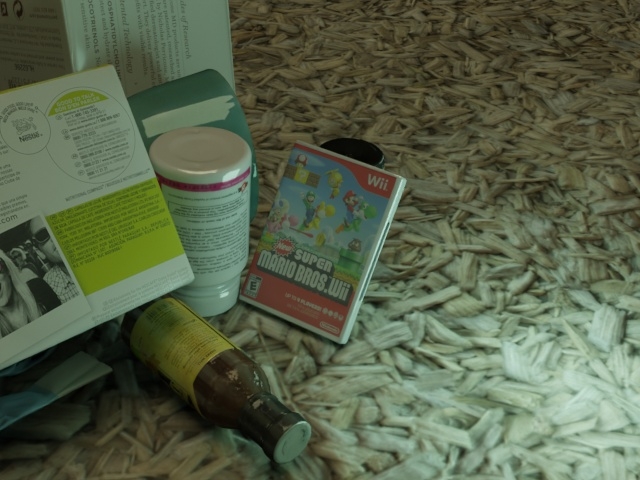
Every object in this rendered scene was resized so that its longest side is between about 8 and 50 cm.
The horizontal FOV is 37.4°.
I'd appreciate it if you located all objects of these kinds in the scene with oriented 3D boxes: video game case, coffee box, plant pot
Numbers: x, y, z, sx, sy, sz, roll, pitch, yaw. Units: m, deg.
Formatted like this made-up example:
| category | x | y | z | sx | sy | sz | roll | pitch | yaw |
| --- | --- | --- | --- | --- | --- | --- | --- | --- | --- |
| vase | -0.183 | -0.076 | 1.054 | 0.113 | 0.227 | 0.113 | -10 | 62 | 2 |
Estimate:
| category | x | y | z | sx | sy | sz | roll | pitch | yaw |
| --- | --- | --- | --- | --- | --- | --- | --- | --- | --- |
| video game case | 0.000 | 0.000 | 1.545 | 0.204 | 0.285 | 0.025 | 22 | 4 | 24 |
| coffee box | -0.445 | -0.022 | 1.342 | 0.338 | 0.334 | 0.337 | -26 | 9 | -37 |
| plant pot | -0.275 | -0.138 | 1.690 | 0.235 | 0.293 | 0.293 | -17 | 39 | -23 |

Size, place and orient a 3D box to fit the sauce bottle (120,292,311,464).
| category | x | y | z | sx | sy | sz | roll | pitch | yaw |
| --- | --- | --- | --- | --- | --- | --- | --- | --- | --- |
| sauce bottle | -0.154 | 0.195 | 1.361 | 0.111 | 0.111 | 0.344 | -24 | 42 | -35 |

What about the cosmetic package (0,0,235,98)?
| category | x | y | z | sx | sy | sz | roll | pitch | yaw |
| --- | --- | --- | --- | --- | --- | --- | --- | --- | --- |
| cosmetic package | -0.428 | -0.382 | 1.912 | 0.329 | 0.327 | 0.394 | 13 | 26 | 39 |

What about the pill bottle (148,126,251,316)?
| category | x | y | z | sx | sy | sz | roll | pitch | yaw |
| --- | --- | --- | --- | --- | --- | --- | --- | --- | --- |
| pill bottle | -0.194 | -0.026 | 1.529 | 0.160 | 0.283 | 0.160 | 3 | 34 | -2 |

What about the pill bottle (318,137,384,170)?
| category | x | y | z | sx | sy | sz | roll | pitch | yaw |
| --- | --- | --- | --- | --- | --- | --- | --- | --- | --- |
| pill bottle | 0.043 | -0.059 | 1.663 | 0.123 | 0.219 | 0.123 | 3 | 34 | -2 |

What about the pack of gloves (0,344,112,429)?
| category | x | y | z | sx | sy | sz | roll | pitch | yaw |
| --- | --- | --- | --- | --- | --- | --- | --- | --- | --- |
| pack of gloves | -0.451 | 0.218 | 1.372 | 0.195 | 0.046 | 0.232 | 18 | 32 | 39 |
